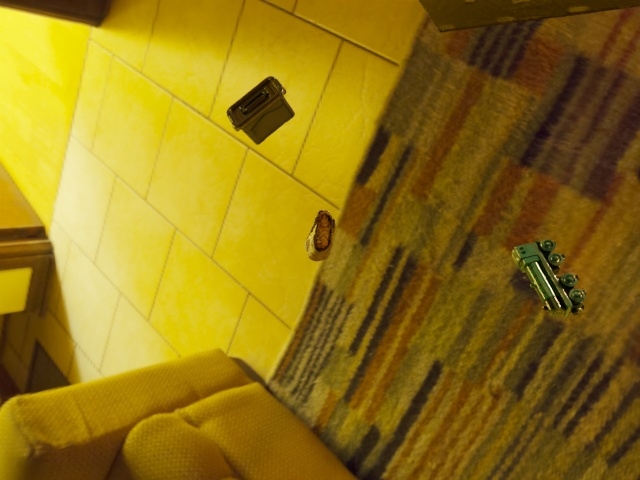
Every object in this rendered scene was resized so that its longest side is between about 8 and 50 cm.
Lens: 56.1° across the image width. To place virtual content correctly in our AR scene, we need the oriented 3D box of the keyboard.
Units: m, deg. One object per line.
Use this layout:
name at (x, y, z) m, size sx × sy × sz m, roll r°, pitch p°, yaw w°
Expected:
keyboard at (0.246, -0.303, 0.705) m, size 0.317 × 0.106 × 0.027 m, roll 14°, pitch 69°, yaw 47°

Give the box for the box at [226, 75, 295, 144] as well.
box at (-0.090, -0.200, 0.939) m, size 0.099 × 0.054 × 0.074 m, roll -37°, pitch 42°, yaw 6°

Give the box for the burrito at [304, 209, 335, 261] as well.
burrito at (0.000, 0.000, 0.953) m, size 0.149 × 0.041 × 0.055 m, roll 109°, pitch 151°, yaw -73°

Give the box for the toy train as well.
toy train at (0.229, 0.038, 0.602) m, size 0.029 × 0.045 × 0.092 m, roll 80°, pitch 176°, yaw -51°
